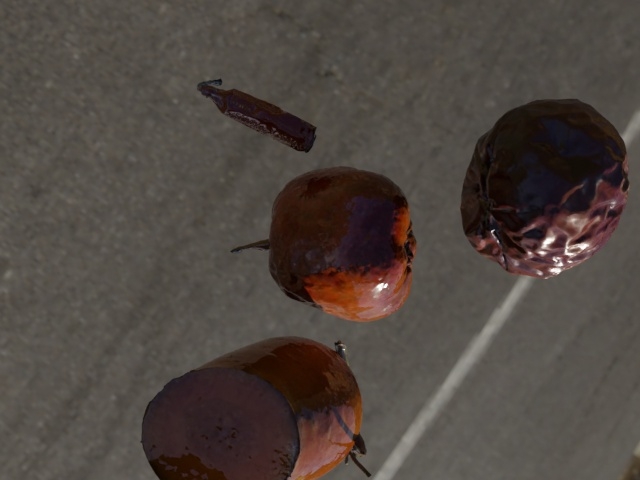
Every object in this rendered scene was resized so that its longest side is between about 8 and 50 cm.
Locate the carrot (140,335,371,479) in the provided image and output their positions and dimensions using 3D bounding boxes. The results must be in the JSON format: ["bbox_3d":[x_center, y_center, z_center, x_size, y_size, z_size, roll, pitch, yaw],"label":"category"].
[{"bbox_3d":[-0.047,0.220,1.742,0.331,0.214,0.193,-13,103,-62],"label":"carrot"}]

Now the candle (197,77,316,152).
[{"bbox_3d":[-0.079,-0.162,1.700,0.053,0.162,0.048,-35,-145,57],"label":"candle"}]

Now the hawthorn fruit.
[{"bbox_3d":[0.000,0.000,1.754,0.207,0.243,0.207,-1,90,-77],"label":"hawthorn fruit"}]

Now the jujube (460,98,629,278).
[{"bbox_3d":[0.289,-0.064,1.743,0.213,0.213,0.232,-45,171,-20],"label":"jujube"}]
